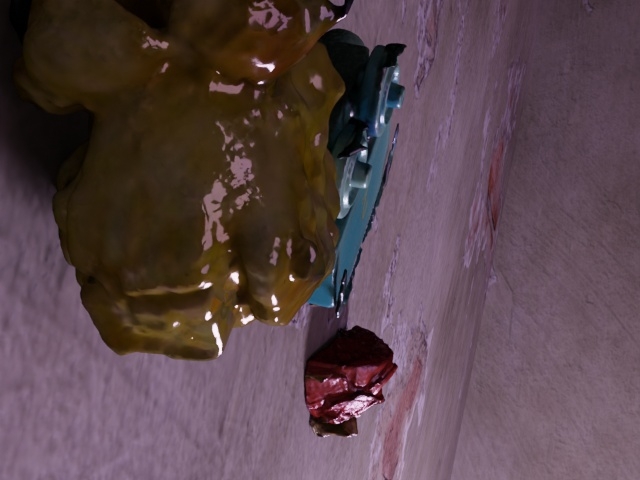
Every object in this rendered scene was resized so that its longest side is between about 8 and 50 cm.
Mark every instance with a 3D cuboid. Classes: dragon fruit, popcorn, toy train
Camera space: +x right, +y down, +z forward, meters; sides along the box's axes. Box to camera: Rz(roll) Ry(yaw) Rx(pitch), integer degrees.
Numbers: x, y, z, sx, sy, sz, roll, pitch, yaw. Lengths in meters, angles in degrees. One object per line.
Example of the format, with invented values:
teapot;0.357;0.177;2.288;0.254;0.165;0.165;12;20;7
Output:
dragon fruit;0.039;0.165;1.000;0.162;0.083;0.106;-30;130;-72
popcorn;-0.052;-0.049;0.436;0.168;0.173;0.195;-35;129;-50
toy train;-0.007;-0.057;0.668;0.163;0.112;0.203;90;18;-49

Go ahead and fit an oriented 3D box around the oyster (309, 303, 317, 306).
oyster;0.004;0.003;0.836;0.148;0.051;0.103;96;20;-50
